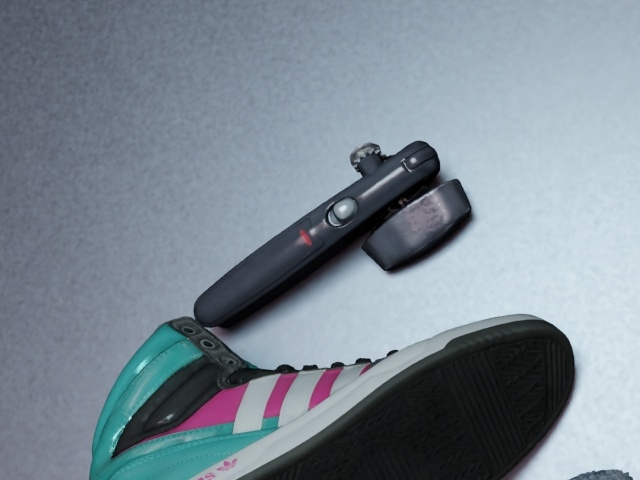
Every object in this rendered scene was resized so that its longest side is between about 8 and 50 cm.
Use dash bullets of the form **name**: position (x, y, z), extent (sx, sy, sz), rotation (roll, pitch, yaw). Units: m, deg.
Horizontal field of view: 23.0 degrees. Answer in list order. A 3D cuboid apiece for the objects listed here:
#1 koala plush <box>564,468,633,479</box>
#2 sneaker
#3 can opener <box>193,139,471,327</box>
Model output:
- **koala plush**: position (0.067, 0.235, 0.836), extent (0.221, 0.196, 0.203), rotation (-6, 85, 10)
- **sneaker**: position (-0.012, 0.102, 0.929), extent (0.295, 0.124, 0.178), rotation (-24, 32, -22)
- **can opener**: position (0.000, 0.000, 0.977), extent (0.186, 0.059, 0.073), rotation (-30, 71, 6)
